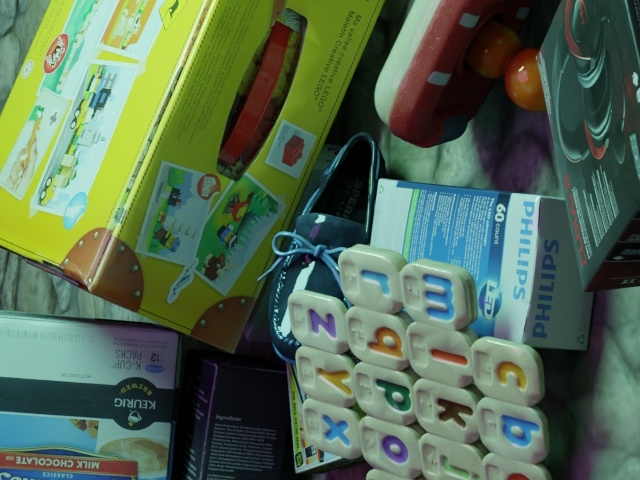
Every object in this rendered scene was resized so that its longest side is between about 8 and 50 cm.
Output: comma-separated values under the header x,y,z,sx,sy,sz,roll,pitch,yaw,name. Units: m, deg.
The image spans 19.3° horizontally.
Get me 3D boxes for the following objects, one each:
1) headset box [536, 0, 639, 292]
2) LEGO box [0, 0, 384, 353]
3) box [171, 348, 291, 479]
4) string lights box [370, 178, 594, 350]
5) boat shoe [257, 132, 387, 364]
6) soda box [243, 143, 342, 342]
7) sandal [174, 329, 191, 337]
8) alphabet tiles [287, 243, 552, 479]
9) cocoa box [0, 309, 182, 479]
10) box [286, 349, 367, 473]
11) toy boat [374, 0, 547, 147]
x,y,z,sx,sy,sz,roll,pitch,yaw,name
0.256,-0.100,1.450,0.293,0.110,0.218,104,159,-70,headset box
-0.154,-0.176,2.019,0.372,0.193,0.500,19,85,56,LEGO box
-0.097,0.206,2.032,0.156,0.093,0.158,-167,85,-74,box
0.143,0.019,1.729,0.260,0.077,0.133,10,93,58,string lights box
0.000,0.000,1.851,0.089,0.109,0.258,90,-170,-53,boat shoe
-0.030,0.003,2.021,0.074,0.069,0.216,51,126,50,soda box
-0.104,0.010,2.157,0.079,0.088,0.240,24,113,24,sandal
0.090,0.143,1.700,0.278,0.021,0.284,12,120,38,alphabet tiles
-0.286,0.202,2.140,0.347,0.231,0.228,173,102,-82,cocoa box
0.009,0.127,1.925,0.114,0.036,0.207,-28,63,54,box
0.162,-0.173,1.710,0.151,0.151,0.231,35,117,20,toy boat
